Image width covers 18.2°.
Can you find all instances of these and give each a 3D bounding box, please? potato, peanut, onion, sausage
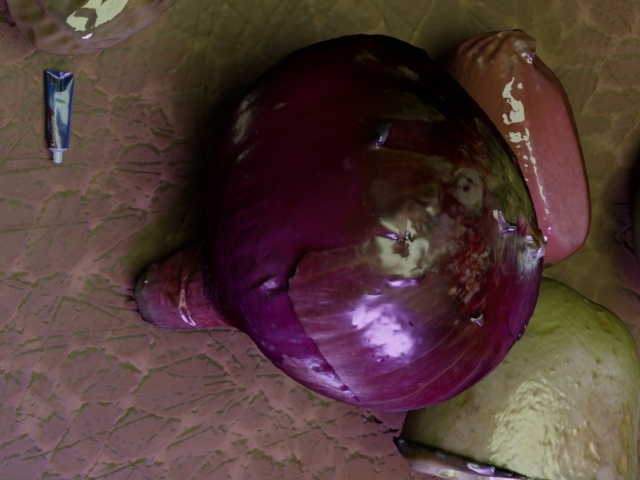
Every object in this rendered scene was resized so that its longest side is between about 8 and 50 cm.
[{"bbox_3d":[0.216,0.154,1.975,0.285,0.242,0.243,21,88,-28],"label":"potato"},{"bbox_3d":[-0.224,-0.272,1.728,0.233,0.110,0.197,46,71,-26],"label":"peanut"},{"bbox_3d":[0.000,0.000,1.805,0.385,0.348,0.348,-19,113,21],"label":"onion"},{"bbox_3d":[0.189,-0.084,1.962,0.148,0.148,0.254,-19,102,-24],"label":"sausage"}]

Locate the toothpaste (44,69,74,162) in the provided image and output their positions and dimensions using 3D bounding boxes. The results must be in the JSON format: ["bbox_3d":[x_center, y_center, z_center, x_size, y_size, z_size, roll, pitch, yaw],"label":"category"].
[{"bbox_3d":[-0.236,-0.112,1.799,0.027,0.019,0.083,2,97,-4],"label":"toothpaste"}]

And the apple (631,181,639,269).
[{"bbox_3d":[0.460,-0.012,2.064,0.279,0.279,0.279,-5,100,-27],"label":"apple"}]

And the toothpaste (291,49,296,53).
[{"bbox_3d":[-0.033,-0.141,1.901,0.017,0.020,0.083,26,85,-27],"label":"toothpaste"}]
